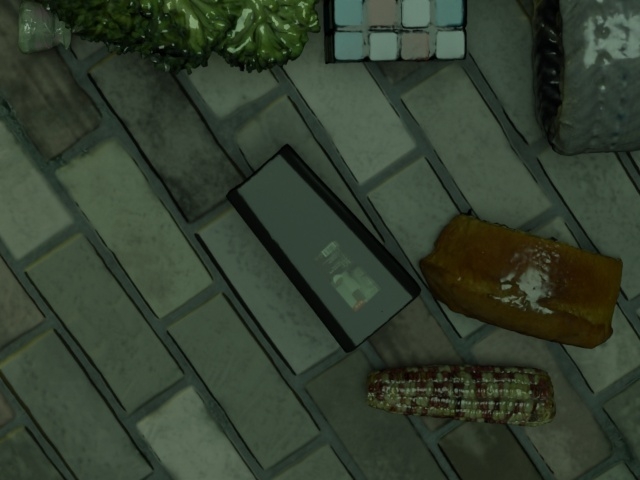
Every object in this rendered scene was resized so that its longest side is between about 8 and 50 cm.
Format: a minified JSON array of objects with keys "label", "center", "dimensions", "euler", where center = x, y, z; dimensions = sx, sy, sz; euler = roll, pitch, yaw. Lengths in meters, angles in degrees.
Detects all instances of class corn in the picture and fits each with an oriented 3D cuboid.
[{"label":"corn","center":[0.174,0.189,1.561],"dimensions":[0.237,0.079,0.079],"euler":[3,97,1]}]

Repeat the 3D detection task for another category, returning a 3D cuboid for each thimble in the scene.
[{"label":"thimble","center":[0.333,-0.220,1.449],"dimensions":[0.157,0.217,0.245],"euler":[-3,114,1]}]

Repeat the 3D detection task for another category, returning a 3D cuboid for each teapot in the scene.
[{"label":"teapot","center":[-0.323,-0.258,1.485],"dimensions":[0.064,0.064,0.083],"euler":[2,66,-11]}]

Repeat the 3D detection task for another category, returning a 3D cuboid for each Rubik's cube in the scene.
[{"label":"Rubik's cube","center":[0.083,-0.280,1.452],"dimensions":[0.155,0.154,0.151],"euler":[-2,98,-2]}]

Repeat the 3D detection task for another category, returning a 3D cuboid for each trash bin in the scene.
[{"label":"trash bin","center":[0.000,0.000,1.482],"dimensions":[0.115,0.165,0.225],"euler":[-39,95,3]}]

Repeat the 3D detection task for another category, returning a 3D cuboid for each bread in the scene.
[{"label":"bread","center":[0.253,0.052,1.515],"dimensions":[0.260,0.134,0.129],"euler":[16,95,-5]}]

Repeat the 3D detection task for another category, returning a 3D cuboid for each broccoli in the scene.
[{"label":"broccoli","center":[-0.184,-0.396,1.354],"dimensions":[0.353,0.275,0.397],"euler":[-8,122,-30]}]
